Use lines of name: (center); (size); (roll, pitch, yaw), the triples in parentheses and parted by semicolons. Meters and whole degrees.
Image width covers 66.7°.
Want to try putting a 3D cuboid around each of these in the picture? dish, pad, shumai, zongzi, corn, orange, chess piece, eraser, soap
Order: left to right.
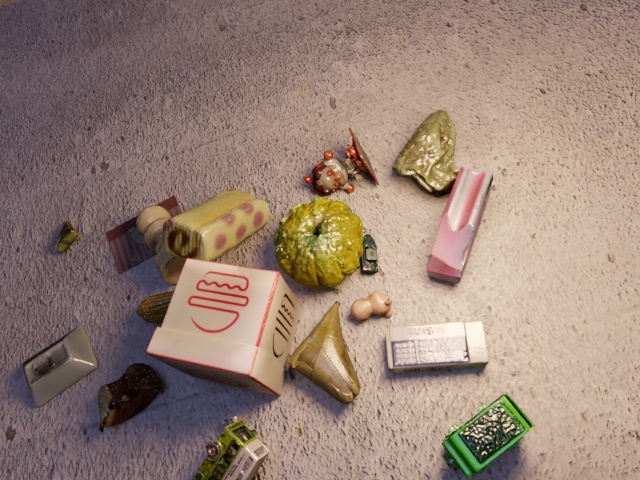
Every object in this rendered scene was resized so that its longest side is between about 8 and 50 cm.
dish: (-0.895, 0.413, 1.631); (0.243, 0.080, 0.182); (-35, 64, -4)
zongzi: (-0.987, -0.015, 1.865); (0.113, 0.052, 0.104); (35, 83, 37)
pad: (-0.646, -0.026, 1.816); (0.300, 0.005, 0.202); (-29, 63, -2)
chess piece: (-0.543, -0.002, 1.710); (0.167, 0.167, 0.299); (-40, 60, -7)
corn: (-0.488, 0.212, 1.624); (0.262, 0.097, 0.097); (-15, 64, 2)
orange: (0.000, 0.000, 1.542); (0.300, 0.223, 0.301); (30, 78, 23)
zongzi: (0.062, 0.332, 1.456); (0.228, 0.115, 0.256); (31, 65, 19)
eraser: (0.333, 0.309, 1.411); (0.279, 0.081, 0.124); (-7, 64, 9)
shumai: (0.387, -0.281, 1.619); (0.222, 0.225, 0.260); (31, 84, -4)
soap: (0.426, -0.040, 1.488); (0.109, 0.193, 0.323); (17, 71, 21)

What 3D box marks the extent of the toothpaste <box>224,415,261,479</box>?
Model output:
toothpaste: (-0.223, 0.645, 1.401); (0.096, 0.061, 0.266); (-19, 70, 4)

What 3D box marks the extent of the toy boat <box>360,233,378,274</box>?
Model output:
toy boat: (0.158, 0.040, 1.587); (0.055, 0.060, 0.141); (6, 60, -11)

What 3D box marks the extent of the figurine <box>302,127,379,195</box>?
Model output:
figurine: (0.054, -0.240, 1.683); (0.226, 0.183, 0.160); (-25, 54, 14)

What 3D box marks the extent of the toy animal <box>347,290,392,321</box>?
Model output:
toy animal: (0.156, 0.208, 1.500); (0.150, 0.083, 0.089); (-19, 76, 16)

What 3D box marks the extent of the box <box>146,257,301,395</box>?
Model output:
box: (-0.257, 0.259, 1.435); (0.312, 0.314, 0.300); (7, 65, 15)

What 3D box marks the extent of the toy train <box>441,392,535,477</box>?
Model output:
toy train: (0.422, 0.501, 1.247); (0.243, 0.188, 0.132); (-36, 63, -4)

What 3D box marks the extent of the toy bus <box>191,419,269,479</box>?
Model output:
toy bus: (-0.277, 0.657, 1.336); (0.139, 0.113, 0.301); (33, 93, 19)

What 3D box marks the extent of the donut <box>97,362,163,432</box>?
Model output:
donut: (-0.608, 0.485, 1.524); (0.186, 0.144, 0.126); (-52, 55, 21)

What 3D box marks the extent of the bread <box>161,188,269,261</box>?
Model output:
bread: (-0.337, -0.046, 1.595); (0.187, 0.155, 0.338); (21, 31, 21)
